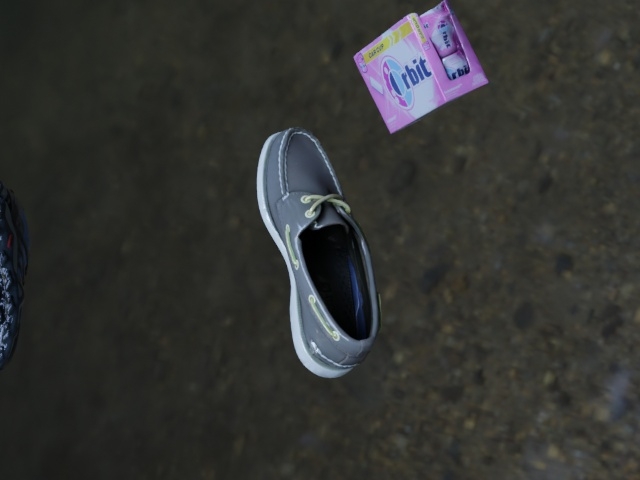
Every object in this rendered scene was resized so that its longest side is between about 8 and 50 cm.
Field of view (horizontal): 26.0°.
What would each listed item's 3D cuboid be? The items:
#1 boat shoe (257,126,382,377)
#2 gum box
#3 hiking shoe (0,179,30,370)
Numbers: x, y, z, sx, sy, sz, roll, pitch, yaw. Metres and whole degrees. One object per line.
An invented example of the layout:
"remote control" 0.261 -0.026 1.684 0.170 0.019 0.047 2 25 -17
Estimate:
"boat shoe" 0.004 0.000 1.590 0.091 0.109 0.305 -41 56 54
"gum box" 0.116 -0.202 1.621 0.107 0.062 0.188 64 160 -1
"hiking shoe" -0.484 0.055 2.118 0.113 0.132 0.304 -5 78 16
